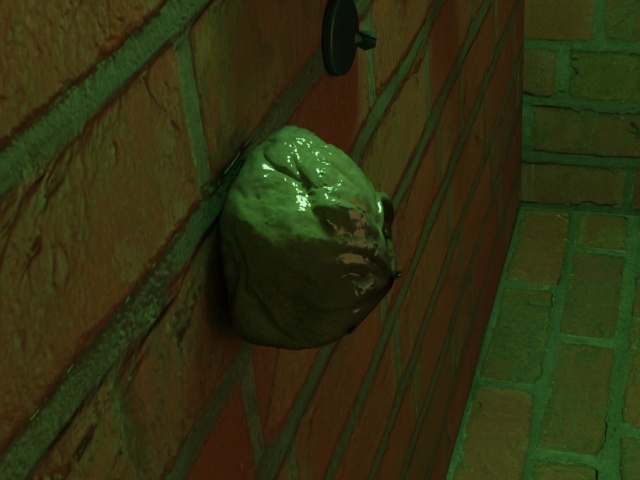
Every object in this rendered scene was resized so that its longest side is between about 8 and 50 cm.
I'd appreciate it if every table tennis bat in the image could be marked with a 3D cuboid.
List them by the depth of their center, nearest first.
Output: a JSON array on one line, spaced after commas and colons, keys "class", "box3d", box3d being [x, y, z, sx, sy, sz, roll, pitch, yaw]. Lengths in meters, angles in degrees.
[{"class": "table tennis bat", "box3d": [0.046, -0.319, 1.649, 0.201, 0.033, 0.124, -20, 116, -69]}]

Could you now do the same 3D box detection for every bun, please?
[{"class": "bun", "box3d": [-0.005, 0.012, 1.289, 0.281, 0.204, 0.282, 7, 90, -72]}]
